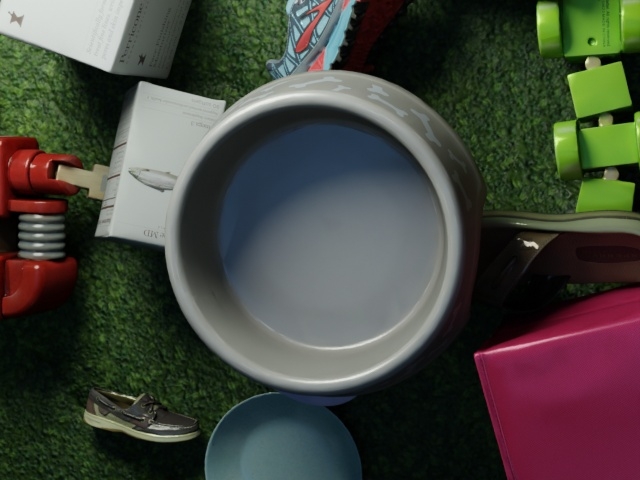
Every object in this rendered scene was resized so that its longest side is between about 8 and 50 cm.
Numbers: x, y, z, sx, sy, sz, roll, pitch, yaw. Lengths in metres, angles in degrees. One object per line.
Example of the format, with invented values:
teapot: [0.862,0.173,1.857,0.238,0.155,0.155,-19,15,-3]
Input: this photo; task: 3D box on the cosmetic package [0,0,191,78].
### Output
cosmetic package: [-0.248,-0.280,1.474,0.151,0.184,0.151,21,100,11]

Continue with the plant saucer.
plant saucer: [-0.041,0.274,1.553,0.195,0.037,0.195,1,96,14]

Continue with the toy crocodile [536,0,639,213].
toy crocodile: [0.304,-0.169,1.406,0.115,0.105,0.340,-7,89,14]

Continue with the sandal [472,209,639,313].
sandal: [0.227,0.029,1.402,0.303,0.120,0.086,-6,50,25]

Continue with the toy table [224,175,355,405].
toy table: [-0.022,0.046,1.464,0.252,0.161,0.274,-21,91,13]

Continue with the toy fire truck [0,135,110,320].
toy fire truck: [-0.317,-0.015,1.549,0.246,0.158,0.217,3,96,23]

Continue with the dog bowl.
dog bowl: [0.000,0.000,1.322,0.349,0.102,0.348,1,96,12]

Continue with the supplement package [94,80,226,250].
supplement package: [-0.184,-0.080,1.484,0.105,0.105,0.179,12,85,-18]

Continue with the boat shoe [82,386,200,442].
boat shoe: [-0.220,0.212,1.580,0.152,0.056,0.049,7,102,13]

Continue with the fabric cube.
fabric cube: [0.332,0.185,1.347,0.258,0.259,0.254,-16,92,16]

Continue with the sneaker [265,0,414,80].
sneaker: [0.014,-0.260,1.438,0.125,0.104,0.262,42,119,23]
